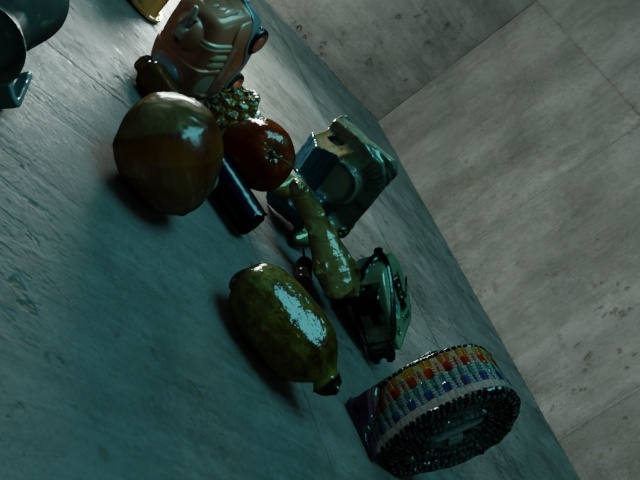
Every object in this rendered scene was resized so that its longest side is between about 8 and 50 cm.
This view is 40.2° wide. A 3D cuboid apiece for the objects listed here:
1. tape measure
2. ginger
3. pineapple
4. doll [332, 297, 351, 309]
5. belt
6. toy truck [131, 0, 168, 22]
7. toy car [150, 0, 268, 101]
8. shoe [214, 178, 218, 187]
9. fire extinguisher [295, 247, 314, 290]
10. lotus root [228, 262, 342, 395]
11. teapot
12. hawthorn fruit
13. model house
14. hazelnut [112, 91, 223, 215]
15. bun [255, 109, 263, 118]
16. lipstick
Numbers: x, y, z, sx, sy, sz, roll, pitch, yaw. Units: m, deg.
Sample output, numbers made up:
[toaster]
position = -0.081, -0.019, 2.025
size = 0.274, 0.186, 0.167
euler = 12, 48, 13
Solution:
[tape measure]
position = 0.141, 0.134, 1.992
size = 0.235, 0.115, 0.207
euler = -56, 134, -64
[ginger]
position = 0.000, 0.000, 1.869
size = 0.295, 0.086, 0.131
euler = 63, 36, -17
[pineapple]
position = -0.218, -0.271, 1.926
size = 0.136, 0.161, 0.176
euler = 23, 54, -6
[doll]
position = 0.062, 0.118, 2.031
size = 0.109, 0.057, 0.169
euler = 62, 12, 8
[belt]
position = 0.221, 0.320, 1.677
size = 0.207, 0.295, 0.160
euler = 60, 3, -43
[toy truck]
position = -0.412, -0.703, 2.129
size = 0.288, 0.211, 0.204
euler = 54, 13, -13
[toy car]
position = -0.264, -0.427, 1.916
size = 0.180, 0.270, 0.212
euler = 44, 35, 11
[shoe]
position = -0.262, -0.158, 1.637
size = 0.169, 0.071, 0.099
euler = 56, 17, -4
[fire extinguisher]
position = -0.034, 0.066, 1.889
size = 0.132, 0.039, 0.056
euler = -90, 174, -67
[lotus root]
position = -0.053, 0.152, 1.457
size = 0.260, 0.128, 0.145
euler = 50, 28, 6
[teapot]
position = -0.451, -0.304, 1.230
size = 0.225, 0.170, 0.203
euler = -94, 176, -53
[hawthorn fruit]
position = -0.117, -0.177, 1.773
size = 0.163, 0.162, 0.203
euler = 51, -14, -12
[model house]
position = -0.008, -0.113, 1.992
size = 0.194, 0.267, 0.325
euler = 43, 25, 10
[hazelnut]
position = -0.245, -0.140, 1.444
size = 0.214, 0.176, 0.214
euler = -7, 90, -79
[bun]
position = -0.189, -0.309, 2.177
size = 0.141, 0.083, 0.141
euler = 51, 16, -21
[lipstick]
position = -0.247, -0.197, 1.750
size = 0.418, 0.077, 0.077
euler = 55, 14, 9
